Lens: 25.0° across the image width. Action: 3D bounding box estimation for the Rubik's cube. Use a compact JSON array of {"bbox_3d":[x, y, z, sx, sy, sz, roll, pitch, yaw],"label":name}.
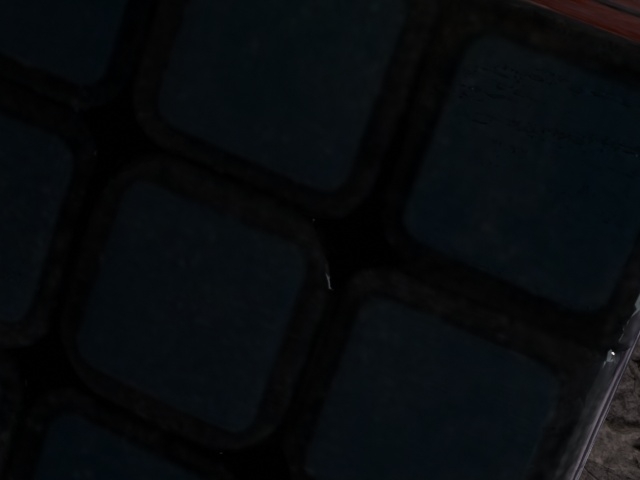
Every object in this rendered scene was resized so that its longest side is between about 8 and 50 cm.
[{"bbox_3d":[0.000,0.000,0.653,0.303,0.305,0.301,-26,137,-68],"label":"Rubik's cube"}]
